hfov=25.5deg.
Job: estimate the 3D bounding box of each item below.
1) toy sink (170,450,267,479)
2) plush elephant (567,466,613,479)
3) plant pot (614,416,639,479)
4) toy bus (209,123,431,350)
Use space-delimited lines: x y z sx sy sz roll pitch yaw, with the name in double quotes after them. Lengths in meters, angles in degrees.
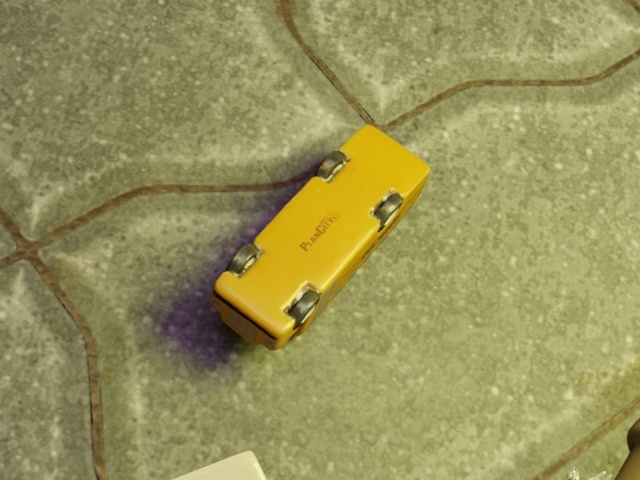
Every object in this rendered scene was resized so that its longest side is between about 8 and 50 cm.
-0.093 0.367 1.479 0.131 0.153 0.234 -19 68 -22 "toy sink"
0.160 0.370 1.489 0.272 0.255 0.330 23 83 -32 "plush elephant"
0.402 0.342 1.575 0.263 0.263 0.229 42 77 12 "plant pot"
0.000 0.000 1.726 0.108 0.130 0.332 37 59 8 "toy bus"
